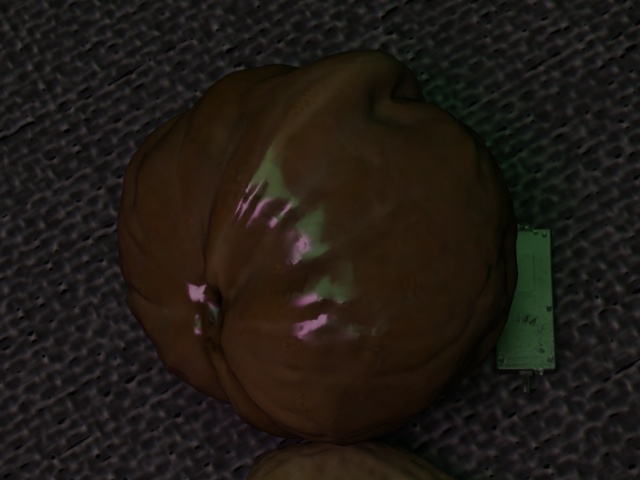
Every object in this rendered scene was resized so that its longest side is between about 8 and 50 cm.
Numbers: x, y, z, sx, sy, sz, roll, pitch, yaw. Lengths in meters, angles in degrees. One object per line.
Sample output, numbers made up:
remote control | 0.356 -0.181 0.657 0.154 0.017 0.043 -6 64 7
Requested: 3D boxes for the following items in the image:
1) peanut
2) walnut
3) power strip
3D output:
peanut | 0.069 0.225 1.073 0.274 0.111 0.125 19 55 15
walnut | 0.000 0.000 1.067 0.296 0.285 0.285 19 77 33
power strip | 0.159 0.053 1.157 0.050 0.019 0.136 -2 74 5
